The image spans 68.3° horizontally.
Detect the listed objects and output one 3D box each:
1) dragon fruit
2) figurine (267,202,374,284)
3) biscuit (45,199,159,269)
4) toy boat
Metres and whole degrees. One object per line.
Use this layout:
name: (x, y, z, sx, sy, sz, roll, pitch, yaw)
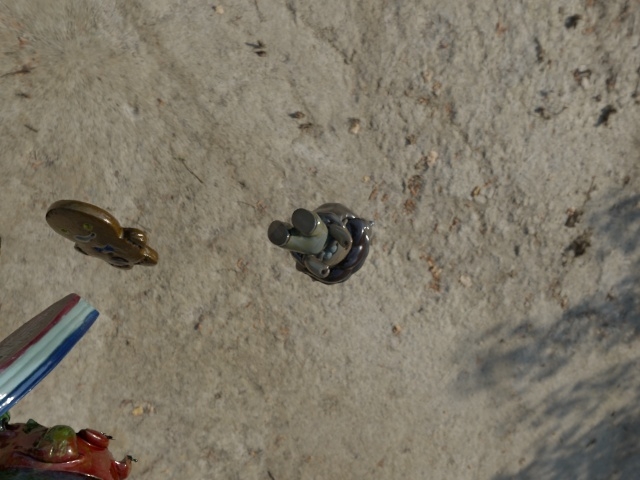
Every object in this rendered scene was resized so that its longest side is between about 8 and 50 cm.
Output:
dragon fruit: (-0.485, 0.409, 0.827, 0.268, 0.130, 0.295, -25, 124, 27)
figurine: (0.000, 0.000, 1.228, 0.248, 0.203, 0.380, -48, 159, 9)
biscuit: (-0.444, -0.003, 0.962, 0.236, 0.179, 0.039, 52, 36, -48)
toy boat: (-0.331, 0.134, 0.513, 0.080, 0.229, 0.046, -2, 116, 14)
